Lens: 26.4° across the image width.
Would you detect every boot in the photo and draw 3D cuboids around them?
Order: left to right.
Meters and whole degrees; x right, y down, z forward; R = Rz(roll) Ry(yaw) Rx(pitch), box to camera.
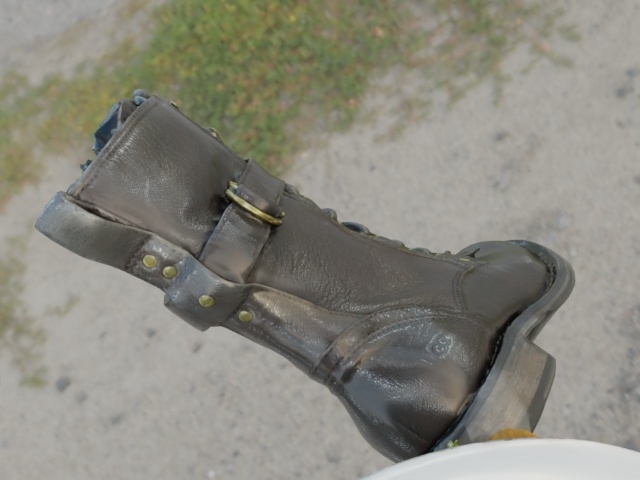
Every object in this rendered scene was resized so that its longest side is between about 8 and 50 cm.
[{"bbox_3d":[0.000,0.000,0.638,0.091,0.229,0.263,-55,1,18],"label":"boot"}]

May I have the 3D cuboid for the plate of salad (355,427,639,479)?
[{"bbox_3d":[0.048,0.140,0.449,0.200,0.200,0.048,-32,31,6],"label":"plate of salad"}]
